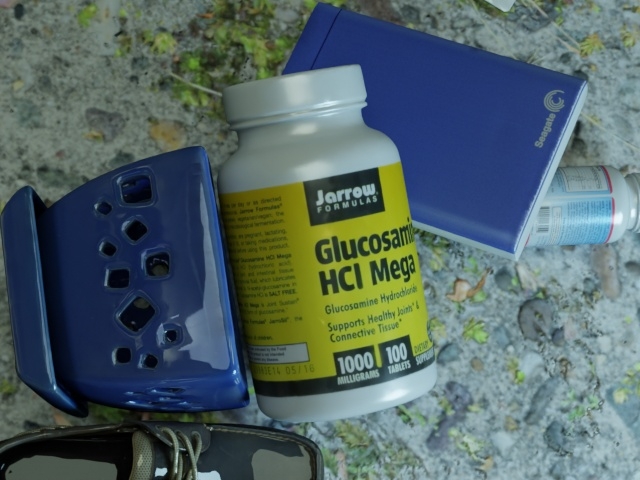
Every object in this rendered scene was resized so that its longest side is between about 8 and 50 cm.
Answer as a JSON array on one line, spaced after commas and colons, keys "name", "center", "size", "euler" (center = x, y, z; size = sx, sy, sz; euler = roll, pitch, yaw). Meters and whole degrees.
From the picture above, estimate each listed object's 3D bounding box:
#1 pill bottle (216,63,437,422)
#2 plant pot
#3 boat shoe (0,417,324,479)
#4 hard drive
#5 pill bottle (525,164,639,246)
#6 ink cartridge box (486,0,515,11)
[{"name": "pill bottle", "center": [0.000, 0.000, 1.453], "size": [0.187, 0.188, 0.334], "euler": [-11, 95, -9]}, {"name": "plant pot", "center": [-0.193, 0.057, 1.446], "size": [0.212, 0.236, 0.236], "euler": [-8, 76, -2]}, {"name": "boat shoe", "center": [-0.169, 0.243, 1.444], "size": [0.355, 0.130, 0.132], "euler": [-4, 75, -7]}, {"name": "hard drive", "center": [0.101, -0.124, 1.571], "size": [0.318, 0.040, 0.210], "euler": [19, 73, 18]}, {"name": "pill bottle", "center": [0.282, -0.038, 1.590], "size": [0.160, 0.087, 0.087], "euler": [-2, 75, -7]}, {"name": "ink cartridge box", "center": [0.225, -0.370, 1.689], "size": [0.104, 0.061, 0.181], "euler": [31, 74, 4]}]
